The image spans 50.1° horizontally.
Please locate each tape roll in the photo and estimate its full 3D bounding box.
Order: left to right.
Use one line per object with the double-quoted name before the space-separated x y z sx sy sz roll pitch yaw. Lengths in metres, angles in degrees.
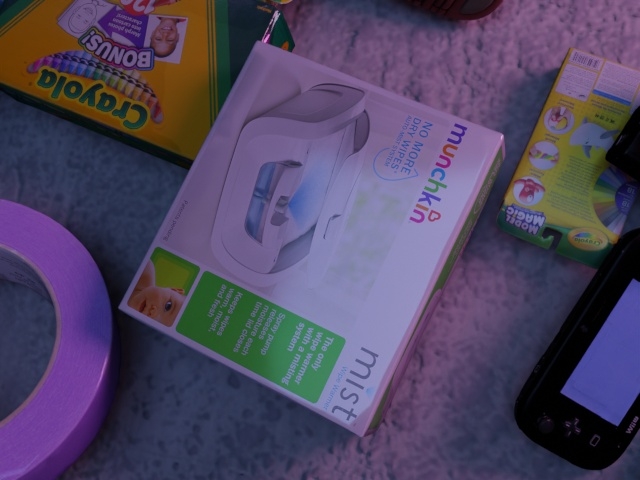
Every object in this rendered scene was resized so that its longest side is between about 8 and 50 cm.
"tape roll" -0.321 0.099 0.604 0.275 0.090 0.274 4 62 -8

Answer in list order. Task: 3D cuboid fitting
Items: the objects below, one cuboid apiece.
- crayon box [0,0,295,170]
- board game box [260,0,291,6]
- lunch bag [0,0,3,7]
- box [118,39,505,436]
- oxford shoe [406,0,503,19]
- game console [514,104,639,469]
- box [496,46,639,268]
"crayon box" -0.186 -0.184 0.689 0.278 0.081 0.165 22 84 13
"board game box" -0.121 -0.314 0.710 0.259 0.039 0.124 22 67 15
"lunch bag" -0.441 -0.243 0.714 0.219 0.090 0.176 35 52 14
"box" 0.000 0.000 0.603 0.231 0.127 0.262 25 84 15
"oxford shoe" 0.056 -0.357 0.661 0.348 0.123 0.130 42 47 -2
"game console" 0.301 0.030 0.561 0.213 0.044 0.361 32 93 -3
"box" 0.236 -0.071 0.614 0.105 0.043 0.179 24 83 12
